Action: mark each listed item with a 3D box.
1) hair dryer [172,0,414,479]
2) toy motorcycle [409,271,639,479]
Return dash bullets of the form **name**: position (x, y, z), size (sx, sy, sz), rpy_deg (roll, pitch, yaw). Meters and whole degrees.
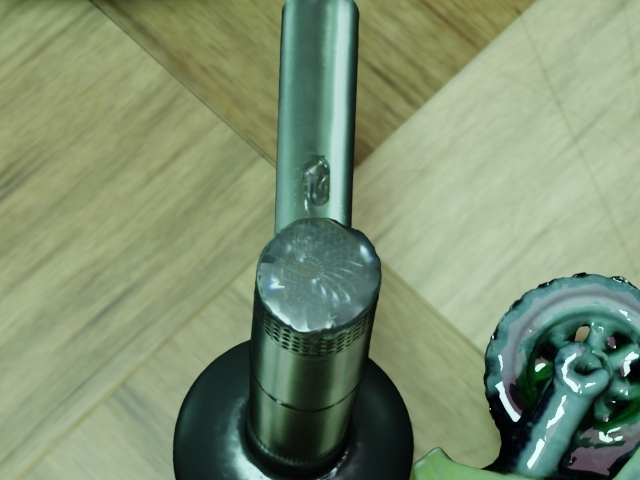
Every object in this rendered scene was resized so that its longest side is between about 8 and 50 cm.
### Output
- **hair dryer**: position (0.014, 0.010, 0.839), size (0.156, 0.320, 0.284), rpy_deg (17, 57, 4)
- **toy motorcycle**: position (0.202, 0.221, 0.811), size (0.237, 0.169, 0.410), rpy_deg (-39, 70, 1)
